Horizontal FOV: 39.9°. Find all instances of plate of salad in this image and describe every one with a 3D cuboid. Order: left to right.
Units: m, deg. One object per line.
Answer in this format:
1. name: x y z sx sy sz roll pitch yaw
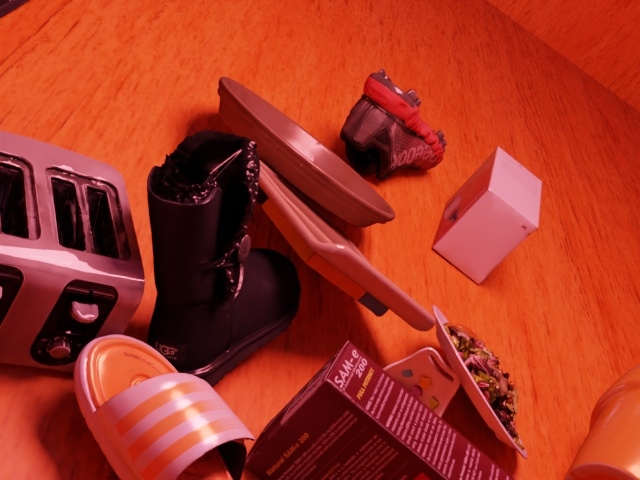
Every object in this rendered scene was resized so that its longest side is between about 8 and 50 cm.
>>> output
1. plate of salad: 0.188 0.154 0.999 0.199 0.048 0.200 57 8 -12

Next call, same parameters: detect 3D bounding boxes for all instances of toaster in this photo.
1. toaster: -0.244 0.004 0.714 0.168 0.110 0.185 17 37 -36

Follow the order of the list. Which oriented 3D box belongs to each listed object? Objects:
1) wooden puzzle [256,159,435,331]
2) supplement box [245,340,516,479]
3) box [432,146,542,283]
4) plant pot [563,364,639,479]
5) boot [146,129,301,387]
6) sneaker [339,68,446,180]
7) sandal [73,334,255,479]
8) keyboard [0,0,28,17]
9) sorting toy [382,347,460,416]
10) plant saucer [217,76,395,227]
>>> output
1. wooden puzzle: 0.000 0.000 0.965 0.239 0.044 0.221 44 4 42
2. supplement box: 0.069 0.215 0.762 0.239 0.130 0.073 40 29 -1
3. box: 0.250 -0.040 1.311 0.091 0.130 0.170 38 29 -5
4. plant pot: 0.376 0.265 0.997 0.188 0.205 0.205 -23 66 -41
5. boot: -0.077 0.000 0.800 0.094 0.207 0.246 17 27 17
6. sneaker: 0.106 -0.149 1.335 0.098 0.135 0.276 40 4 25
7. sandal: -0.083 0.174 0.662 0.102 0.076 0.265 -19 74 -56
8. keyboard: -0.442 -0.334 1.030 0.201 0.033 0.317 40 28 -13
9. sorting toy: 0.111 0.154 0.946 0.083 0.075 0.045 49 31 14
10. plant saucer: -0.024 -0.105 1.104 0.278 0.041 0.278 38 9 -7
